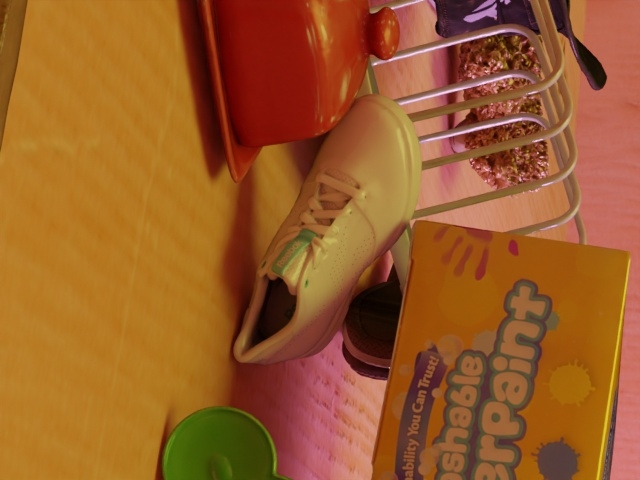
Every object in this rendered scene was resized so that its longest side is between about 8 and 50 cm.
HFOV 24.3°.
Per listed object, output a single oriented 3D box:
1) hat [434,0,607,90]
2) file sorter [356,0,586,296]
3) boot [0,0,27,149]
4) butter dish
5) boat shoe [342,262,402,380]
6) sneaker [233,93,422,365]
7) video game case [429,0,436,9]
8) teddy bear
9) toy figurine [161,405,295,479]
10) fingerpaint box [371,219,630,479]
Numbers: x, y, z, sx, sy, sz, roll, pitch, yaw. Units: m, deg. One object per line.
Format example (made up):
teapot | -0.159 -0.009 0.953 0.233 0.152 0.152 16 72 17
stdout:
hat | 0.155 -0.260 1.414 0.331 0.134 0.331 60 12 -23
file sorter | 0.120 -0.104 1.265 0.278 0.173 0.193 69 9 -55
boot | -0.131 -0.132 0.610 0.236 0.089 0.269 39 55 -59
butter dish | -0.006 -0.138 0.990 0.160 0.118 0.160 -67 155 -53
boat shoe | 0.081 0.090 1.409 0.257 0.095 0.095 -39 144 -64
sneaker | 0.000 0.000 1.032 0.094 0.080 0.212 -14 131 -59
video game case | 0.132 -0.368 1.633 0.227 0.026 0.206 22 71 -73
teddy bear | 0.204 -0.220 1.782 0.245 0.113 0.338 -99 -177 -54
toy figurine | -0.050 0.208 0.972 0.159 0.130 0.173 90 -17 -70
fingerpaint box | 0.122 0.260 1.115 0.371 0.163 0.445 68 33 -68
